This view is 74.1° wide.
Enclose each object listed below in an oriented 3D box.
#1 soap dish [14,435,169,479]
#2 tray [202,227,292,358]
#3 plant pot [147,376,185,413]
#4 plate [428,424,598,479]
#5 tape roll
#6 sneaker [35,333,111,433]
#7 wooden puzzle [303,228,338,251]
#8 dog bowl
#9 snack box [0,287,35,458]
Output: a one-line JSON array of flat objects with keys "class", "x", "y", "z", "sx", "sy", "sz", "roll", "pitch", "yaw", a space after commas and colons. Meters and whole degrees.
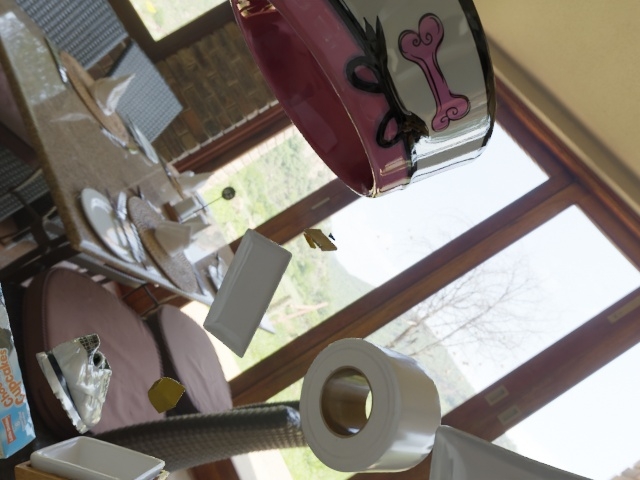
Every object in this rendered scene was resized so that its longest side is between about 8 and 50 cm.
[{"class": "soap dish", "x": -0.568, "y": 0.605, "z": 1.069, "sx": 0.229, "sy": 0.290, "sz": 0.118, "roll": 73, "pitch": 30, "yaw": -76}, {"class": "tray", "x": -0.168, "y": 0.120, "z": 0.988, "sx": 0.145, "sy": 0.271, "sz": 0.030, "roll": 29, "pitch": 7, "yaw": 26}, {"class": "plant pot", "x": -0.510, "y": 0.496, "z": 1.381, "sx": 0.083, "sy": 0.081, "sz": 0.081, "roll": 52, "pitch": 28, "yaw": -16}, {"class": "plate", "x": 0.255, "y": 0.408, "z": 0.513, "sx": 0.277, "sy": 0.278, "sz": 0.045, "roll": 4, "pitch": -13, "yaw": 41}, {"class": "tape roll", "x": 0.100, "y": 0.338, "z": 0.869, "sx": 0.169, "sy": 0.246, "sz": 0.246, "roll": 29, "pitch": 18, "yaw": -44}, {"class": "sneaker", "x": -0.425, "y": 0.264, "z": 0.771, "sx": 0.090, "sy": 0.094, "sz": 0.235, "roll": 38, "pitch": -41, "yaw": 27}, {"class": "wooden puzzle", "x": 0.000, "y": 0.000, "z": 1.008, "sx": 0.116, "sy": 0.014, "sz": 0.079, "roll": 6, "pitch": 39, "yaw": -47}, {"class": "dog bowl", "x": 0.033, "y": -0.232, "z": 0.580, "sx": 0.408, "sy": 0.150, "sz": 0.408, "roll": 54, "pitch": -4, "yaw": 5}, {"class": "snack box", "x": -0.540, "y": 0.153, "z": 0.602, "sx": 0.060, "sy": 0.187, "sz": 0.322, "roll": -44, "pitch": 126, "yaw": -80}]
